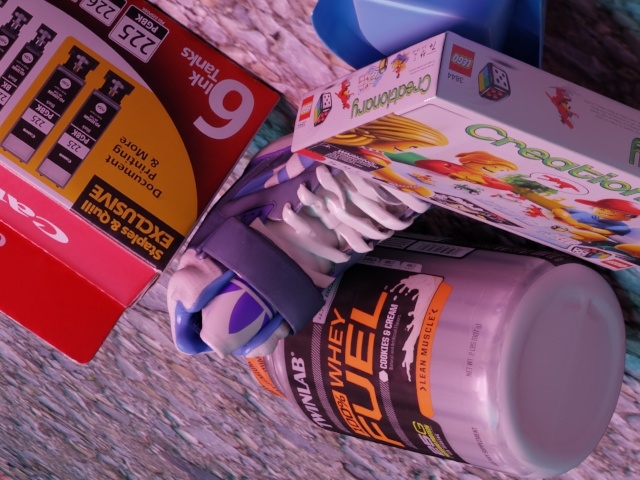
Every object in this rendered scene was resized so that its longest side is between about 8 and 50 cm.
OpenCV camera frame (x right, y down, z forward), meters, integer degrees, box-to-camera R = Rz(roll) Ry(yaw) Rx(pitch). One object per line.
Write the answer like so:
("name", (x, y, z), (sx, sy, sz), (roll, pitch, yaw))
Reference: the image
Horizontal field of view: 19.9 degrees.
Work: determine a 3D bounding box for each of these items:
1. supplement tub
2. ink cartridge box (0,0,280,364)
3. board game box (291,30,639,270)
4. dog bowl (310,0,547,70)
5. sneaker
("supplement tub", (0.093, 0.091, 1.618), (0.316, 0.193, 0.193), (7, 146, 43))
("ink cartridge box", (-0.240, -0.091, 1.574), (0.309, 0.272, 0.130), (34, 156, -6))
("board game box", (0.157, -0.055, 1.307), (0.305, 0.053, 0.193), (19, 163, -26))
("dog bowl", (0.073, -0.186, 1.200), (0.166, 0.074, 0.297), (15, 162, 14))
("sneaker", (-0.001, 0.000, 1.464), (0.130, 0.236, 0.323), (42, 144, -19))
